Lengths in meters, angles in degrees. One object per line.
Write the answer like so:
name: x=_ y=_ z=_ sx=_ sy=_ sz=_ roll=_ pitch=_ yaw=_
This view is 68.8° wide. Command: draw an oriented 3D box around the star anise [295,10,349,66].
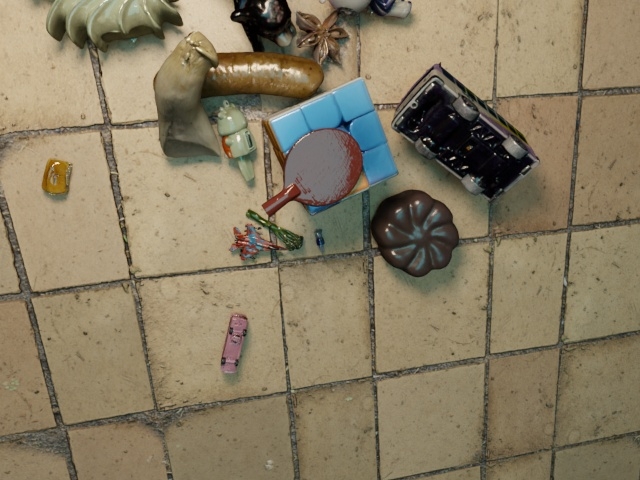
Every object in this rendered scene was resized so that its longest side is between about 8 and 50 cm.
star anise: x=0.003 y=-0.608 z=1.411 sx=0.208 sy=0.063 sz=0.171 roll=-27 pitch=114 yaw=-34

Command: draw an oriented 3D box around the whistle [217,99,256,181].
whistle: x=-0.255 y=-0.306 z=1.439 sx=0.102 sy=0.106 sz=0.253 roll=-30 pitch=115 yaw=-28

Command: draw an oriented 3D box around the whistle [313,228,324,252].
whistle: x=0.000 y=0.000 z=1.610 sx=0.033 sy=0.029 sz=0.083 roll=-17 pitch=100 yaw=-23

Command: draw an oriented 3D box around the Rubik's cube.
Rubik's cube: x=0.018 y=-0.284 z=1.401 sx=0.291 sy=0.291 sz=0.291 roll=-26 pitch=108 yaw=-4

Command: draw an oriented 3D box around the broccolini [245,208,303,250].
broccolini: x=-0.158 y=-0.033 z=1.568 sx=0.216 sy=0.058 sz=0.067 roll=28 pitch=57 yaw=-9

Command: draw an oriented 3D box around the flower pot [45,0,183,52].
flower pot: x=-0.575 y=-0.656 z=1.259 sx=0.368 sy=0.164 sz=0.254 roll=-18 pitch=101 yaw=-6

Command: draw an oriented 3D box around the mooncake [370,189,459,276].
mooncake: x=0.327 y=-0.022 z=1.604 sx=0.306 sy=0.154 sz=0.305 roll=-2 pitch=104 yaw=-8

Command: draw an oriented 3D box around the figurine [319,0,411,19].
figurine: x=0.134 y=-0.726 z=1.389 sx=0.274 sy=0.194 sz=0.133 roll=-12 pitch=136 yaw=-48

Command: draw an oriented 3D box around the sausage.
sausage: x=-0.240 y=-0.485 z=1.373 sx=0.502 sy=0.123 sz=0.136 roll=-1 pitch=99 yaw=-2

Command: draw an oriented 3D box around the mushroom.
mushroom: x=-0.365 y=-0.386 z=1.276 sx=0.178 sy=0.397 sz=0.125 roll=1 pitch=60 yaw=-10

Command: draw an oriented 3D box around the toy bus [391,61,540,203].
toy bus: x=0.448 y=-0.350 z=1.486 sx=0.440 sy=0.249 sz=0.209 roll=31 pitch=126 yaw=-17

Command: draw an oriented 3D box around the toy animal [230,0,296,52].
toy animal: x=-0.185 y=-0.680 z=1.256 sx=0.194 sy=0.302 sz=0.344 roll=-33 pitch=107 yaw=2

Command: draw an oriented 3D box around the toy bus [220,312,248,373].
toy bus: x=-0.300 y=0.352 z=1.610 sx=0.063 sy=0.090 sz=0.203 roll=13 pitch=102 yaw=-14

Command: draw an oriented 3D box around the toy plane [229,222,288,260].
toy plane: x=-0.203 y=0.012 z=1.557 sx=0.189 sy=0.061 sz=0.130 roll=9 pitch=102 yaw=-17

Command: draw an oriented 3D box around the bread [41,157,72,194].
bread: x=-0.789 y=-0.189 z=1.396 sx=0.072 sy=0.053 sz=0.105 roll=13 pitch=96 yaw=-17

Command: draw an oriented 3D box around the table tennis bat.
table tennis bat: x=-0.024 y=-0.170 z=1.252 sx=0.310 sy=0.038 sz=0.200 roll=-37 pitch=108 yaw=0
